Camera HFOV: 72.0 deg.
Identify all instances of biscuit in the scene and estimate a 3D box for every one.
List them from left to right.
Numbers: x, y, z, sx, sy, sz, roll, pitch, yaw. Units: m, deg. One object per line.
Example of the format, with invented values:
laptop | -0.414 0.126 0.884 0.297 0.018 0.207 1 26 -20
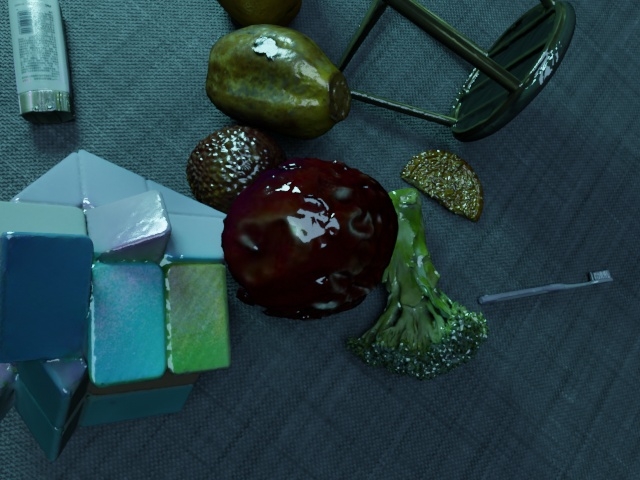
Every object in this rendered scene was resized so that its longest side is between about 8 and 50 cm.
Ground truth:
biscuit | 0.285 -0.135 0.978 0.206 0.025 0.126 30 76 -7

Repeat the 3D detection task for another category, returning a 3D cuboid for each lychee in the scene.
lychee | -0.145 -0.118 0.798 0.194 0.194 0.195 2 81 -13

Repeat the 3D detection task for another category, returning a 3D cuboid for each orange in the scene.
orange | -0.133 -0.544 0.849 0.183 0.249 0.249 -5 82 2

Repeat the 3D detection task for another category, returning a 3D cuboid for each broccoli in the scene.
broccoli | 0.204 0.082 0.855 0.251 0.221 0.362 7 77 25

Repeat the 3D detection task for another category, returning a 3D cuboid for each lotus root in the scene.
lotus root | -0.075 -0.283 0.786 0.290 0.193 0.193 29 72 33

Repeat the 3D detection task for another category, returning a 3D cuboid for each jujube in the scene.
jujube | 0.000 0.000 0.704 0.258 0.376 0.259 1 94 12

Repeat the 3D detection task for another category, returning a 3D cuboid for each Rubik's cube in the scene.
Rubik's cube | -0.307 0.087 0.658 0.387 0.358 0.368 24 35 -9

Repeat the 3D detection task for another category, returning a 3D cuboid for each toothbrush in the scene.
toothbrush | 0.513 0.104 0.995 0.353 0.024 0.029 -7 78 -14

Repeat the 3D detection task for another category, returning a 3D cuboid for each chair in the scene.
chair | 0.214 -0.416 0.848 0.410 0.364 0.362 30 76 -12

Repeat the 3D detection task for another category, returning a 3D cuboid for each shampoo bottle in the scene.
shampoo bottle | -0.512 -0.333 0.809 0.086 0.056 0.228 -9 84 -16
